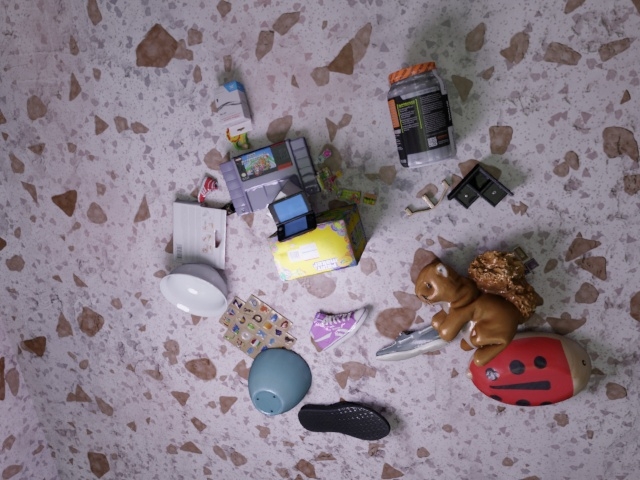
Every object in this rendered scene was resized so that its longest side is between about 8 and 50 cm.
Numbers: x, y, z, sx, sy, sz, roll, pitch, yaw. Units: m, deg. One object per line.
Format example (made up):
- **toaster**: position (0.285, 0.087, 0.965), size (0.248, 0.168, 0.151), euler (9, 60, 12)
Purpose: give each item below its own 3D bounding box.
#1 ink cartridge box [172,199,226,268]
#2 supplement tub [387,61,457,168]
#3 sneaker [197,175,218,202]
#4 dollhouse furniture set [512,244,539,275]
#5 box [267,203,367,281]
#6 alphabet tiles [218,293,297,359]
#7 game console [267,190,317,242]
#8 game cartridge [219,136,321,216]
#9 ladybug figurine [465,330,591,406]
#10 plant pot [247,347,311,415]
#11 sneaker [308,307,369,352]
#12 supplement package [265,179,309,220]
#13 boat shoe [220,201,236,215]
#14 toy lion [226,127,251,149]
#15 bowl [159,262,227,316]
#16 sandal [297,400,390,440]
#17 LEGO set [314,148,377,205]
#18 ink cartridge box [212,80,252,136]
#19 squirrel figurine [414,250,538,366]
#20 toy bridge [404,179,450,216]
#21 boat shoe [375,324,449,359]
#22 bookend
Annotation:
- **ink cartridge box**: position (-0.515, -0.026, 1.814), size (0.239, 0.060, 0.274), euler (8, 108, 6)
- **supplement tub**: position (0.336, -0.415, 1.408), size (0.194, 0.193, 0.315), euler (-10, 105, 17)
- **sneaker**: position (-0.468, -0.203, 1.755), size (0.067, 0.042, 0.118), euler (25, 109, 9)
- **dollhouse furniture set**: position (0.729, 0.086, 1.525), size (0.091, 0.081, 0.114), euler (-38, 95, 21)
- **box**: position (0.000, 0.000, 1.575), size (0.290, 0.279, 0.176), euler (-13, 103, 18)
- **alphabet tiles**: position (-0.289, 0.411, 1.919), size (0.343, 0.011, 0.285), euler (35, 111, 2)
- **game console**: position (-0.097, -0.080, 1.423), size (0.144, 0.124, 0.085), euler (-21, 135, 12)
- **game cartridge**: position (-0.198, -0.250, 1.646), size (0.356, 0.068, 0.229), euler (-16, 106, 11)
- **ladybug figurine**: position (0.789, 0.507, 1.598), size (0.450, 0.162, 0.304), euler (-13, 103, 18)
- **plant pot**: position (-0.202, 0.656, 1.865), size (0.291, 0.195, 0.289), euler (4, 111, 11)
- **sneaker**: position (0.063, 0.342, 1.763), size (0.161, 0.102, 0.282), euler (47, 112, 0)
- **supplement package**: position (-0.118, -0.135, 1.543), size (0.105, 0.179, 0.105), euler (34, 110, -9)
- **boat shoe**: position (-0.373, -0.135, 1.754), size (0.133, 0.042, 0.048), euler (-22, 103, 21)
- **toy lion**: position (-0.329, -0.409, 1.666), size (0.096, 0.034, 0.100), euler (0, 107, 21)
- **bowl**: position (-0.524, 0.193, 1.816), size (0.299, 0.134, 0.297), euler (8, 138, 8)
- **sandal**: position (0.105, 0.789, 1.901), size (0.447, 0.107, 0.167), euler (-6, 107, 29)
- **LEGO set**: position (0.075, -0.204, 1.585), size (0.287, 0.107, 0.132), euler (44, 112, -2)
- **ink cartridge box**: position (-0.333, -0.499, 1.601), size (0.104, 0.060, 0.179), euler (-14, 90, 17)
- **squirrel figurine**: position (0.557, 0.192, 1.536), size (0.397, 0.281, 0.370), euler (-43, 82, 12)
- **toy bridge**: position (0.403, -0.145, 1.565), size (0.188, 0.026, 0.063), euler (-39, 96, 22)
- **boat shoe**: position (0.368, 0.423, 1.731), size (0.320, 0.116, 0.098), euler (-25, 56, 26)
- **bookend**: position (0.564, -0.162, 1.495), size (0.156, 0.072, 0.157), euler (40, 112, -1)
